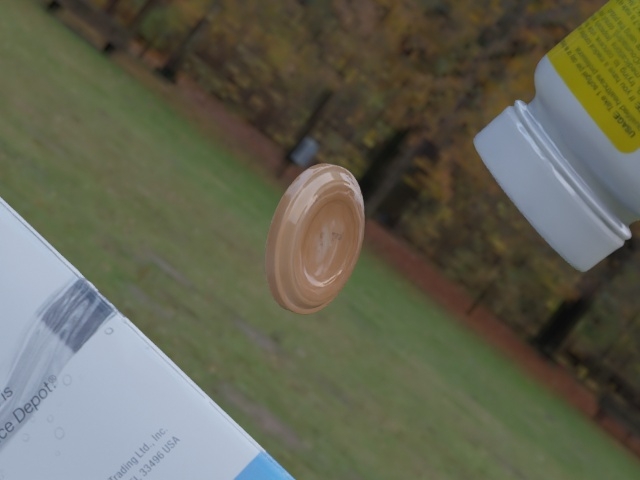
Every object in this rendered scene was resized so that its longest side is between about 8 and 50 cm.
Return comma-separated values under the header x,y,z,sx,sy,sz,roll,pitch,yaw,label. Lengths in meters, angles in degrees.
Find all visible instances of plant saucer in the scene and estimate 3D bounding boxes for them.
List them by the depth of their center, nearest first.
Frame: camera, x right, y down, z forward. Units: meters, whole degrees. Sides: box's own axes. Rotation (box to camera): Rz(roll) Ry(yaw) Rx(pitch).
x,y,z,sx,sy,sz,roll,pitch,yaw,label
0.000,0.000,0.915,0.013,0.083,0.083,16,-9,32,plant saucer

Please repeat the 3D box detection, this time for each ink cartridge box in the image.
x,y,z,sx,sy,sz,roll,pitch,yaw,label
-0.166,0.131,0.824,0.307,0.223,0.129,43,-12,7,ink cartridge box

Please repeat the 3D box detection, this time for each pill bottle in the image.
x,y,z,sx,sy,sz,roll,pitch,yaw,label
0.194,-0.084,0.922,0.119,0.208,0.119,47,13,-15,pill bottle
